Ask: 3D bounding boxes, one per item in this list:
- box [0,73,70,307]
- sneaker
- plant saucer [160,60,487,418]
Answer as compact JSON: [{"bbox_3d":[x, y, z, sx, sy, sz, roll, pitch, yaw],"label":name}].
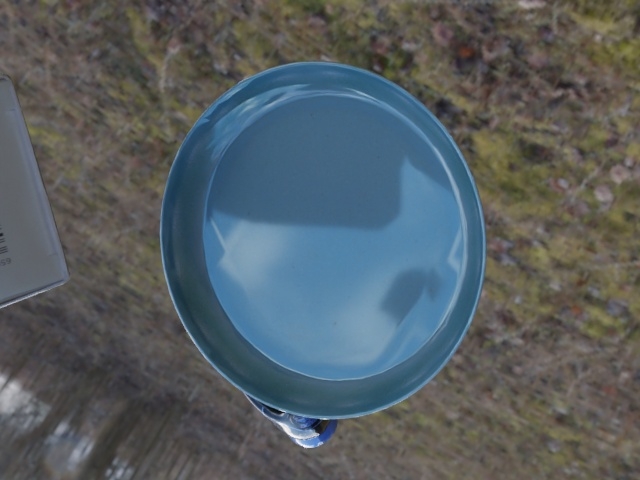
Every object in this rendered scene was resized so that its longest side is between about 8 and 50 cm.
[{"bbox_3d":[-0.298,-0.043,0.740,0.311,0.121,0.148,20,126,59],"label":"box"},{"bbox_3d":[-0.068,0.110,1.040,0.232,0.081,0.090,43,167,31],"label":"sneaker"},{"bbox_3d":[0.000,0.000,0.910,0.318,0.317,0.044,22,-165,22],"label":"plant saucer"}]
